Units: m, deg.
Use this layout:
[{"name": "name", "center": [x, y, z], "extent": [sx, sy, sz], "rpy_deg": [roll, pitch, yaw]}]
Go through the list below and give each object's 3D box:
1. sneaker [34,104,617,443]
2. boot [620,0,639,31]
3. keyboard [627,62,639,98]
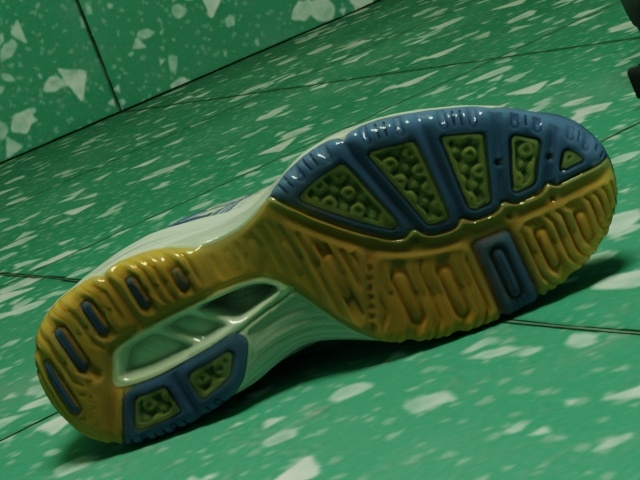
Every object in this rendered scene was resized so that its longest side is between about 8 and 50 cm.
[{"name": "sneaker", "center": [0.000, 0.000, 0.924], "extent": [0.296, 0.112, 0.131], "rpy_deg": [-19, 11, 9]}, {"name": "boot", "center": [0.449, -0.281, 1.355], "extent": [0.445, 0.146, 0.367], "rpy_deg": [-18, 13, 20]}, {"name": "keyboard", "center": [0.352, -0.146, 1.183], "extent": [0.317, 0.033, 0.201], "rpy_deg": [-17, 5, 24]}]
